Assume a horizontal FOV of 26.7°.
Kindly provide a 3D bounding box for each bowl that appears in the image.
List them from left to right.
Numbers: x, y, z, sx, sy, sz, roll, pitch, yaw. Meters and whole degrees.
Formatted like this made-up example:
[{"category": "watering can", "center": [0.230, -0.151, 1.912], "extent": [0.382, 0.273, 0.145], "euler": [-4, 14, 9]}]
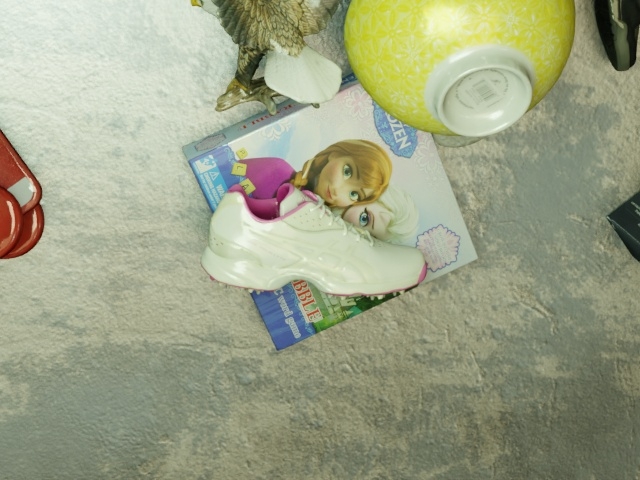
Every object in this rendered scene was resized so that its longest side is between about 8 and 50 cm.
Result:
[{"category": "bowl", "center": [0.182, -0.218, 1.637], "extent": [0.290, 0.156, 0.289], "euler": [-6, 139, -5]}]

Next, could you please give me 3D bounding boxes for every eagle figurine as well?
[{"category": "eagle figurine", "center": [-0.085, -0.310, 1.668], "extent": [0.225, 0.226, 0.298], "euler": [0, 118, 8]}]

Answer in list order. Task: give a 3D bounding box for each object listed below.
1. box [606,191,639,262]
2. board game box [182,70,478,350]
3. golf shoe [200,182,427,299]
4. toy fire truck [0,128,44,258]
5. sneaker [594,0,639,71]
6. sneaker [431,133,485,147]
[{"category": "box", "center": [0.525, -0.023, 1.945], "extent": [0.158, 0.156, 0.093], "euler": [-37, 116, 3]}, {"category": "board game box", "center": [0.019, -0.050, 1.860], "extent": [0.318, 0.066, 0.318], "euler": [-25, 115, -3]}, {"category": "golf shoe", "center": [0.000, 0.000, 1.779], "extent": [0.306, 0.115, 0.140], "euler": [4, 107, -15]}, {"category": "toy fire truck", "center": [-0.509, -0.050, 1.699], "extent": [0.302, 0.169, 0.254], "euler": [-34, 91, 1]}, {"category": "sneaker", "center": [0.438, -0.345, 1.832], "extent": [0.130, 0.087, 0.227], "euler": [-9, 108, -3]}, {"category": "sneaker", "center": [0.219, -0.273, 1.799], "extent": [0.126, 0.127, 0.321], "euler": [1, 137, -23]}]
